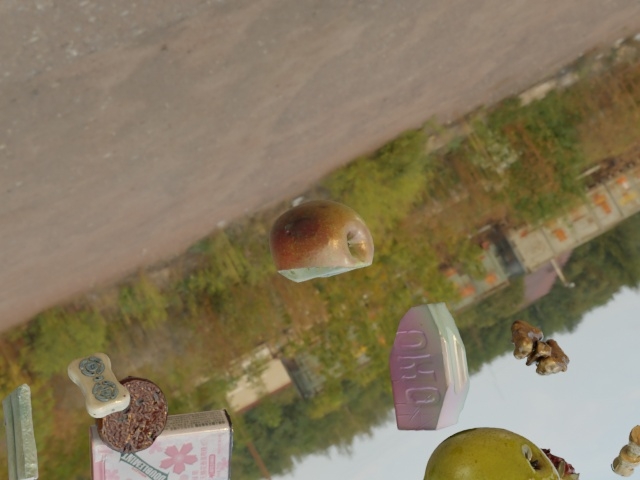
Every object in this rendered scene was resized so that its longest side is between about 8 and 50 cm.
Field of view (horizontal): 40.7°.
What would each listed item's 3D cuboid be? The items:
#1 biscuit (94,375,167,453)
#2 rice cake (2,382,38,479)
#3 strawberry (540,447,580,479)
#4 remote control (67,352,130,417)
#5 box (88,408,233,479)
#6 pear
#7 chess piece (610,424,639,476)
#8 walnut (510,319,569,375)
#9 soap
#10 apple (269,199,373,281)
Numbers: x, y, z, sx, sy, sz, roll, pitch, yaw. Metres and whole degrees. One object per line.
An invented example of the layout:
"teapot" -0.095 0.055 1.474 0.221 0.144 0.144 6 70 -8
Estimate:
"biscuit" -0.466 0.430 2.126 0.192 0.192 0.049 -24 -171 -40
"rice cake" -0.663 0.432 1.900 0.040 0.226 0.085 15 136 -43
"strawberry" 0.498 0.609 2.034 0.205 0.205 0.244 -26 165 -24
"remote control" -0.372 0.240 1.444 0.074 0.122 0.032 -17 139 -32
"box" -0.412 0.555 2.255 0.369 0.190 0.112 -3 -156 -21
"pear" 0.350 0.520 1.780 0.294 0.294 0.294 -28 175 -3
"chess piece" 0.659 0.455 1.828 0.060 0.060 0.172 -26 147 -23
"walnut" 0.451 0.232 1.809 0.069 0.143 0.170 -57 166 14
"soap" 0.280 0.327 2.252 0.192 0.324 0.109 -10 173 39
"apple" 0.000 0.000 1.822 0.188 0.174 0.207 -20 -172 35
